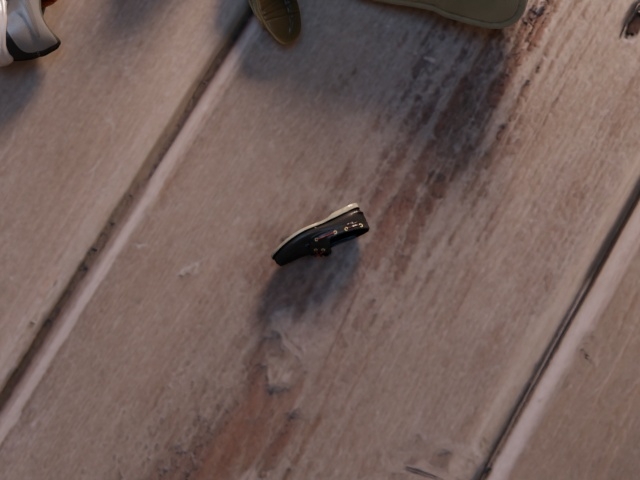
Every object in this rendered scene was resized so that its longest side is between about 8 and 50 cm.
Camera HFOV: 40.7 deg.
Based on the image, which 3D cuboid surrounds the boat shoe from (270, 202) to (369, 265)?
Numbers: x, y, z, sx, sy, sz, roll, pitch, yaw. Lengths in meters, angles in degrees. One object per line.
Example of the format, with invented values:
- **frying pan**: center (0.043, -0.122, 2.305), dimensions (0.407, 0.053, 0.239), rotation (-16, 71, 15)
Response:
- **boat shoe**: center (0.000, -0.001, 1.112), dimensions (0.133, 0.049, 0.042), rotation (-27, 75, -7)

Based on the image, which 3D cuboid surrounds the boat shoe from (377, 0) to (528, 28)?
- **boat shoe**: center (0.119, -0.390, 1.136), dimensions (0.340, 0.127, 0.113), rotation (19, 54, 11)

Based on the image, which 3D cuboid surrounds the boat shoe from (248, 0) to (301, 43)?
- **boat shoe**: center (-0.074, -0.332, 1.165), dimensions (0.056, 0.048, 0.153), rotation (-30, 90, -16)

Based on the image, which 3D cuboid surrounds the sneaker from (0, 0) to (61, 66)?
- **sneaker**: center (-0.411, -0.365, 1.152), dimensions (0.108, 0.100, 0.271), rotation (-9, 86, -15)
